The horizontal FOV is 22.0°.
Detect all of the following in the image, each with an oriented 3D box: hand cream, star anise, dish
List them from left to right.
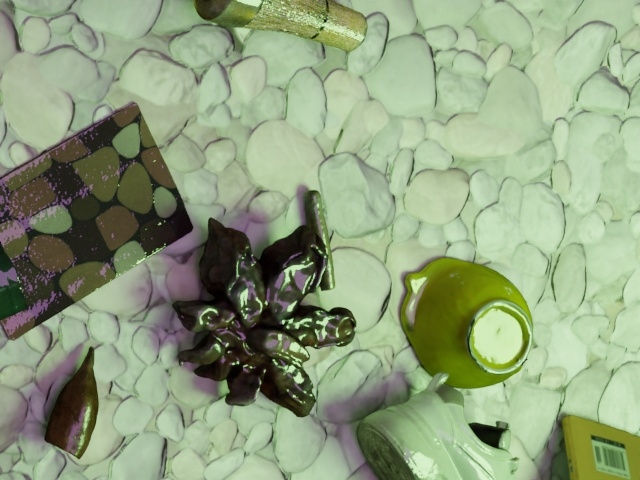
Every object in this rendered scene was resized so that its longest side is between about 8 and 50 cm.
[{"bbox_3d":[-0.050,0.088,1.780,0.220,0.099,0.214,21,98,-30],"label":"star anise"},{"bbox_3d":[-0.033,-0.247,1.745,0.203,0.084,0.084,15,91,-35],"label":"hand cream"},{"bbox_3d":[0.187,0.103,1.924,0.207,0.080,0.149,36,80,-30],"label":"dish"}]

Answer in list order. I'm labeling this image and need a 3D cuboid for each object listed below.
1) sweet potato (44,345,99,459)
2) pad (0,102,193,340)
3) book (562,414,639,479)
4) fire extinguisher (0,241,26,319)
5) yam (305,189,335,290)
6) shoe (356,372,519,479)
[{"bbox_3d":[-0.252,0.167,1.716,0.049,0.049,0.117,20,78,-30],"label":"sweet potato"},{"bbox_3d":[-0.254,-0.020,1.701,0.235,0.003,0.158,-32,112,-21],"label":"pad"},{"bbox_3d":[0.416,0.414,2.001,0.269,0.032,0.389,22,48,-30],"label":"book"},{"bbox_3d":[-0.434,0.085,1.572,0.294,0.093,0.118,-25,84,-21],"label":"fire extinguisher"},{"bbox_3d":[0.000,0.000,1.835,0.021,0.021,0.116,-16,106,-26],"label":"yam"},{"bbox_3d":[0.177,0.285,1.930,0.159,0.124,0.316,-45,116,-22],"label":"shoe"}]
